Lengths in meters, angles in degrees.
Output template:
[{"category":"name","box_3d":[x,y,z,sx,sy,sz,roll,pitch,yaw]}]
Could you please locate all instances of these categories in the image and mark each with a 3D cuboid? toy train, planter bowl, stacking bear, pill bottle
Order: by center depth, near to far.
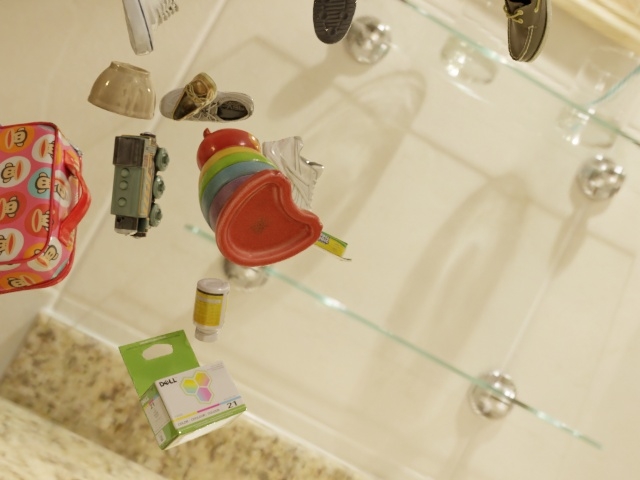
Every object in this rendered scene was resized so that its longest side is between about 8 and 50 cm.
[{"category":"stacking bear","box_3d":[-0.138,-0.099,1.362,0.175,0.164,0.289,51,6,-41]},{"category":"pill bottle","box_3d":[-0.215,0.137,1.524,0.065,0.116,0.065,9,16,-3]},{"category":"planter bowl","box_3d":[-0.468,-0.368,1.883,0.162,0.109,0.162,18,14,-5]},{"category":"toy train","box_3d":[-0.560,-0.171,2.373,0.142,0.333,0.190,8,1,14]}]

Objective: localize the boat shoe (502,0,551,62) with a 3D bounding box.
[{"category":"boat shoe","box_3d":[0.432,-0.516,1.651,0.109,0.091,0.304,48,-32,44]}]

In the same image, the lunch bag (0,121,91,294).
[{"category":"lunch bag","box_3d":[-0.503,-0.059,1.289,0.258,0.293,0.120,-9,-31,7]}]

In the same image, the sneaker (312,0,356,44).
[{"category":"sneaker","box_3d":[0.039,-0.636,1.991,0.112,0.318,0.131,6,-8,0]}]

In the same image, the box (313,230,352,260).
[{"category":"box","box_3d":[0.000,0.000,1.876,0.179,0.043,0.105,28,-4,4]}]

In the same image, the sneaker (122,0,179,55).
[{"category":"sneaker","box_3d":[-0.285,-0.401,1.314,0.091,0.258,0.094,-8,-43,-8]}]

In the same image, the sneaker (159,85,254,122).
[{"category":"sneaker","box_3d":[-0.328,-0.395,2.277,0.282,0.105,0.115,-5,21,-11]}]

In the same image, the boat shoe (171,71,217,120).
[{"category":"boat shoe","box_3d":[-0.246,-0.274,1.510,0.056,0.048,0.153,47,-30,-13]}]

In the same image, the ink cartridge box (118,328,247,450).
[{"category":"ink cartridge box","box_3d":[-0.310,0.309,1.740,0.189,0.097,0.255,-12,66,-43]}]

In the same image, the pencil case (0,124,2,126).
[{"category":"pencil case","box_3d":[-0.787,-0.176,1.675,0.119,0.133,0.306,58,15,-15]}]

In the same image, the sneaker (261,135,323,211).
[{"category":"sneaker","box_3d":[-0.039,-0.116,1.670,0.090,0.115,0.232,-111,-179,-68]}]
